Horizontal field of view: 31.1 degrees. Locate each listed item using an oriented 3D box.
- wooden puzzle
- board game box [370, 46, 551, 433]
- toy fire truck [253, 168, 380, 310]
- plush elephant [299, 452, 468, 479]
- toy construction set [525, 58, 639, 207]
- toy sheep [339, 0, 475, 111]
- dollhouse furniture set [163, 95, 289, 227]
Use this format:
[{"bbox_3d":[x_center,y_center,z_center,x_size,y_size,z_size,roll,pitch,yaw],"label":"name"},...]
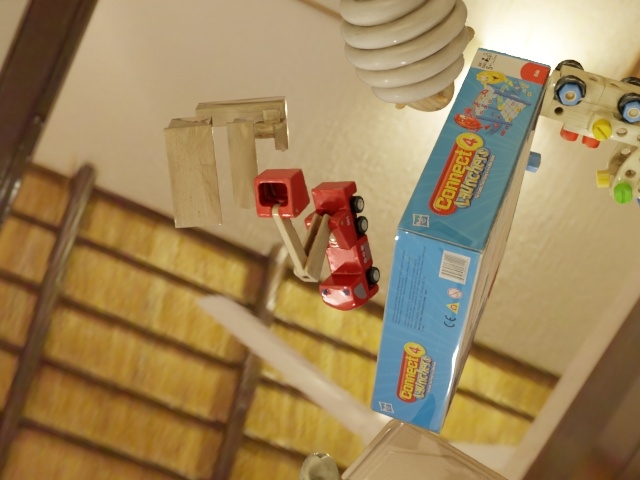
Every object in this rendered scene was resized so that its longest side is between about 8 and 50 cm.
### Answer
[{"bbox_3d":[0.179,0.384,1.865,0.239,0.221,0.044,28,-132,-4],"label":"wooden puzzle"},{"bbox_3d":[0.153,0.000,1.267,0.086,0.308,0.302,17,-132,11],"label":"board game box"},{"bbox_3d":[0.000,0.000,1.226,0.047,0.192,0.135,0,-156,32],"label":"toy fire truck"},{"bbox_3d":[0.049,0.441,1.681,0.255,0.330,0.272,43,-137,-19],"label":"plush elephant"},{"bbox_3d":[0.420,-0.157,1.810,0.328,0.215,0.151,7,-143,-13],"label":"toy construction set"},{"bbox_3d":[0.053,-0.139,0.734,0.132,0.091,0.091,61,-177,-28],"label":"toy sheep"},{"bbox_3d":[-0.110,-0.102,1.438,0.144,0.123,0.151,-4,-162,1],"label":"dollhouse furniture set"}]
